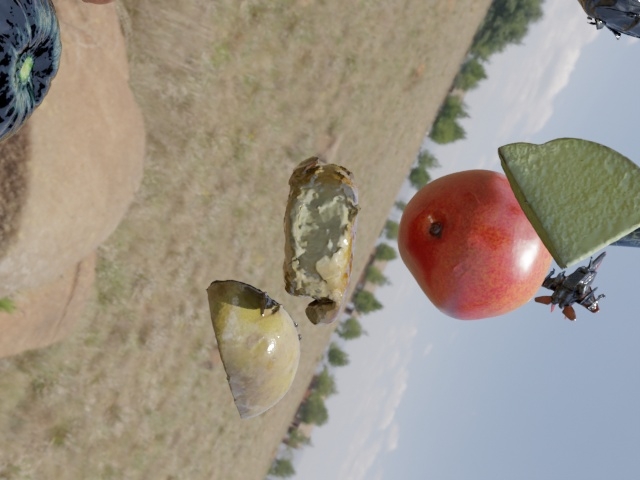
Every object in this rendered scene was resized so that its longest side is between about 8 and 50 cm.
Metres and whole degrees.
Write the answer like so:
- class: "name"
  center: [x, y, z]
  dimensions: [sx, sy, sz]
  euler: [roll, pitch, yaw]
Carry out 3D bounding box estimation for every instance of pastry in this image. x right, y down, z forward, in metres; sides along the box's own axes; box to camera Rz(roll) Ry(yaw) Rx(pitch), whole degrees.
- class: "pastry"
  center: [0.000, 0.000, 0.967]
  dimensions: [0.218, 0.100, 0.229]
  euler: [-72, 168, -77]

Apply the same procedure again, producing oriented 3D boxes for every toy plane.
- class: "toy plane"
  center: [0.504, 0.075, 1.368]
  dimensions: [0.189, 0.130, 0.061]
  euler: [-46, 140, -18]

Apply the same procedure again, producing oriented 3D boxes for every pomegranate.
- class: "pomegranate"
  center: [0.234, 0.010, 1.042]
  dimensions: [0.256, 0.221, 0.221]
  euler: [37, 77, -54]

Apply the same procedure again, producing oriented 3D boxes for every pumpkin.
- class: "pumpkin"
  center: [-0.325, -0.175, 0.641]
  dimensions: [0.202, 0.140, 0.202]
  euler: [-160, -90, -86]

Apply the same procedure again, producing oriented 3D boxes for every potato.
- class: "potato"
  center: [0.275, -0.059, 0.755]
  dimensions: [0.120, 0.149, 0.081]
  euler: [-30, 174, 11]
- class: "potato"
  center: [-0.083, 0.180, 1.027]
  dimensions: [0.100, 0.120, 0.261]
  euler: [-101, 180, -56]

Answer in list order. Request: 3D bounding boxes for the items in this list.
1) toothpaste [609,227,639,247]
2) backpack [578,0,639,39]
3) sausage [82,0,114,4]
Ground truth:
- class: "toothpaste"
  center: [0.355, -0.010, 0.798]
  dimensions: [0.035, 0.197, 0.057]
  euler: [-56, 139, -37]
- class: "backpack"
  center: [0.598, -0.478, 1.396]
  dimensions: [0.133, 0.258, 0.206]
  euler: [-52, -149, 32]
- class: "sausage"
  center: [-0.270, -0.414, 0.888]
  dimensions: [0.152, 0.152, 0.279]
  euler: [-63, -166, -23]
